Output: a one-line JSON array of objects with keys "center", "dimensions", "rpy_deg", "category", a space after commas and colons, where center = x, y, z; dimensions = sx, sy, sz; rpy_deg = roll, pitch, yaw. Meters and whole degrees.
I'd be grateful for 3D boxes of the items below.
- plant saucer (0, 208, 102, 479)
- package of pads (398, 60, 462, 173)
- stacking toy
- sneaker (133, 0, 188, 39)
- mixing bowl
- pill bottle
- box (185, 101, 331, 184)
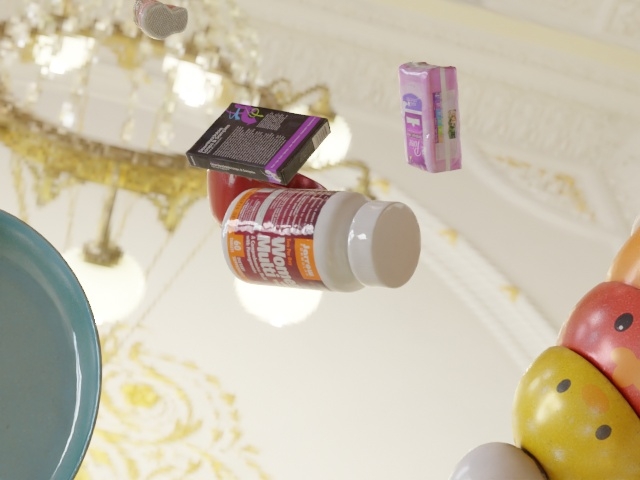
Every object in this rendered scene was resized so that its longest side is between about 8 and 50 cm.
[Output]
[{"center": [-0.316, 0.118, 1.027], "dimensions": [0.318, 0.043, 0.317], "rpy_deg": [-2, -111, 6], "category": "plant saucer"}, {"center": [0.084, -0.096, 1.043], "dimensions": [0.032, 0.083, 0.050], "rpy_deg": [-11, -164, -21], "category": "package of pads"}, {"center": [0.350, 0.205, 1.585], "dimensions": [0.480, 0.350, 0.350], "rpy_deg": [-35, -128, -15], "category": "stacking toy"}, {"center": [-0.241, -0.312, 1.893], "dimensions": [0.070, 0.051, 0.134], "rpy_deg": [14, -167, 14], "category": "sneaker"}, {"center": [-0.090, -0.054, 1.917], "dimensions": [0.181, 0.098, 0.181], "rpy_deg": [20, -169, -4], "category": "mixing bowl"}, {"center": [0.000, 0.000, 1.600], "dimensions": [0.221, 0.121, 0.121], "rpy_deg": [4, -163, 38], "category": "pill bottle"}, {"center": [-0.083, -0.130, 1.791], "dimensions": [0.162, 0.029, 0.116], "rpy_deg": [14, -131, 32], "category": "box"}]
